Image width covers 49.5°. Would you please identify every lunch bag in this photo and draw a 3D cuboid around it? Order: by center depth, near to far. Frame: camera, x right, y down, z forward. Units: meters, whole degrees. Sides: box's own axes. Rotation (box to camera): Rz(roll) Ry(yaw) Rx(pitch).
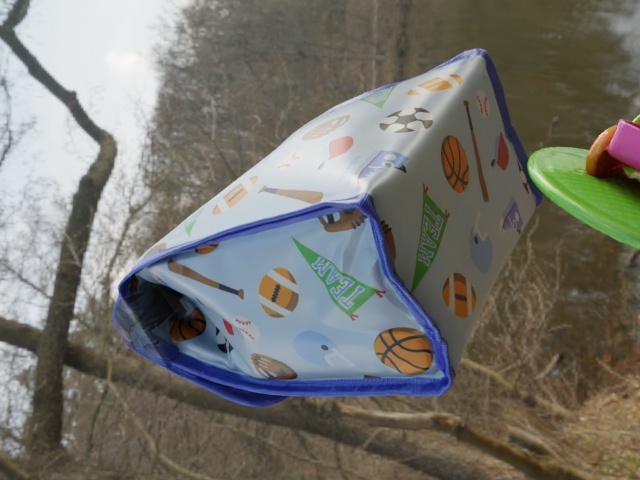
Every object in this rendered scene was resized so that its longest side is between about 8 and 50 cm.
[{"bbox_3d":[0.000,0.000,0.752,0.328,0.385,0.239,-48,-61,-47],"label":"lunch bag"}]

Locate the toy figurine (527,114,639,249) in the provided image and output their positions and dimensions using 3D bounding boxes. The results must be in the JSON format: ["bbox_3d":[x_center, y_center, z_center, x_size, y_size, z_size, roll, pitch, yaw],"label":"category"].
[{"bbox_3d":[0.203,-0.084,0.329,0.130,0.173,0.159,43,127,42],"label":"toy figurine"}]
